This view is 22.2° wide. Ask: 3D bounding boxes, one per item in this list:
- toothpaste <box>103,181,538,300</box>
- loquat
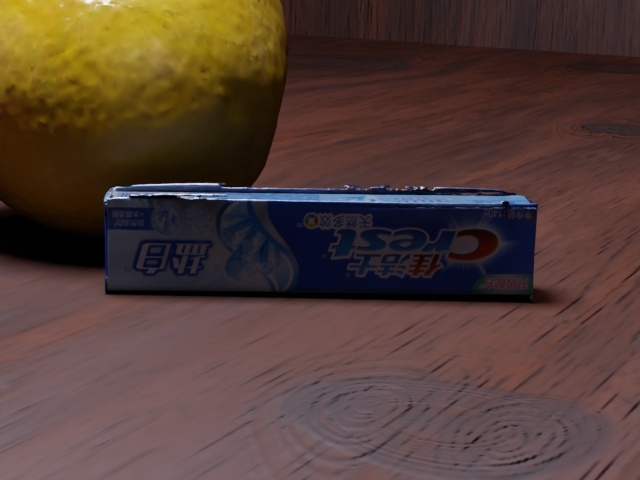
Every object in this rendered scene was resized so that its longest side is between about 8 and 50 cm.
[{"bbox_3d":[0.000,0.000,1.040,0.272,0.066,0.053,1,11,-3],"label":"toothpaste"},{"bbox_3d":[-0.159,-0.135,1.177,0.275,0.275,0.275,2,11,0],"label":"loquat"}]
